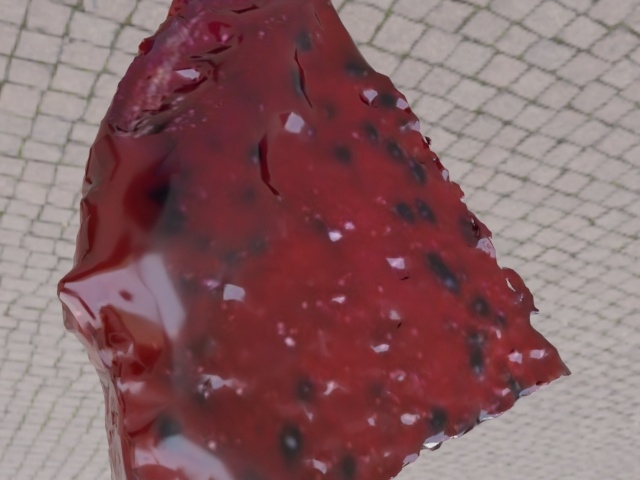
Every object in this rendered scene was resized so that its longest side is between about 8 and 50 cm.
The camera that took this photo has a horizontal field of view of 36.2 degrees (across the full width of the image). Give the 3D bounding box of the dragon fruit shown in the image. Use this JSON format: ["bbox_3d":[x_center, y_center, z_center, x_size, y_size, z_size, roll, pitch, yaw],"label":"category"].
[{"bbox_3d":[0.000,0.000,0.543,0.240,0.330,0.302,-5,169,-2],"label":"dragon fruit"}]
